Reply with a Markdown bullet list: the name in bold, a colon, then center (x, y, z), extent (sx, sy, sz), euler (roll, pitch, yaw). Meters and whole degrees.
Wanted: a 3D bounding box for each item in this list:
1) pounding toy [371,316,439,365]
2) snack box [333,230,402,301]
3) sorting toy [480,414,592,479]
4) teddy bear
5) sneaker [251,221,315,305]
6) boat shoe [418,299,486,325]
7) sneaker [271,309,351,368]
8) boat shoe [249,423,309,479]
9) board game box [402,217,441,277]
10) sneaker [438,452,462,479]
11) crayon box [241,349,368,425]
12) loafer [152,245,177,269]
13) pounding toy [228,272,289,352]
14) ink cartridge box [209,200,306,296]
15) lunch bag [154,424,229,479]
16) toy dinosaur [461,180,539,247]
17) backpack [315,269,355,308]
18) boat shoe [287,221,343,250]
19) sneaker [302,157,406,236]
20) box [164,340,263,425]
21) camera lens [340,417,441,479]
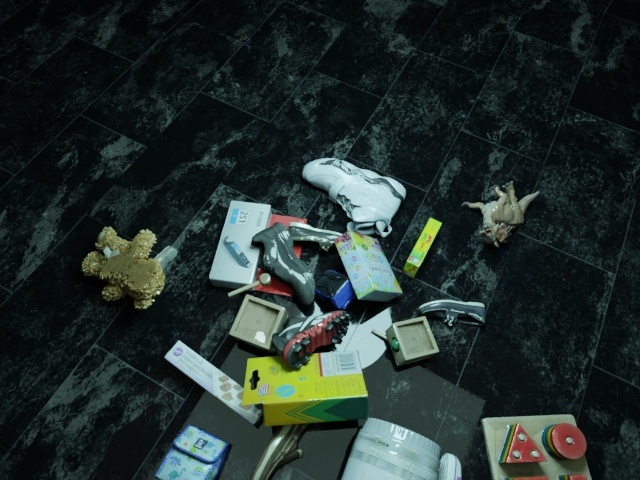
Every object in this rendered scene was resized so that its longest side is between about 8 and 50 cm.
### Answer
- **pounding toy**: center (0.247, 0.296, 1.338), extent (0.141, 0.100, 0.130), euler (-9, 63, -18)
- **snack box**: center (0.148, 0.082, 1.395), extent (0.070, 0.175, 0.207), euler (-35, 63, 28)
- **sorting toy**: center (0.585, 0.593, 1.182), extent (0.257, 0.089, 0.255), euler (-2, 63, -2)
- **teddy bear**: center (-0.598, 0.081, 1.397), extent (0.338, 0.113, 0.244), euler (5, 70, 23)
- **sneaker**: center (-0.119, 0.085, 1.402), extent (0.130, 0.109, 0.286), euler (-23, 71, -27)
- **boat shoe**: center (0.406, 0.225, 1.379), extent (0.206, 0.075, 0.064), euler (2, 59, -5)
- **sneaker**: center (-0.030, 0.261, 1.311), extent (0.135, 0.097, 0.276), euler (21, 31, 38)
- **boat shoe**: center (-0.091, 0.549, 1.192), extent (0.095, 0.095, 0.257), euler (29, 65, 7)
- **board game box**: center (0.331, 0.024, 1.470), extent (0.043, 0.092, 0.181), euler (27, 66, 13)
- **sneaker**: center (0.363, 0.692, 1.128), extent (0.161, 0.102, 0.281), euler (9, 73, 0)
- **crayon box**: center (-0.043, 0.394, 1.219), extent (0.319, 0.081, 0.202), euler (-3, 21, -2)
- **loafer**: center (-0.523, 0.068, 1.464), extent (0.039, 0.045, 0.125), euler (32, 68, 36)
- **pounding toy**: center (-0.190, 0.207, 1.360), extent (0.181, 0.094, 0.205), euler (18, 70, 12)
- **ink cartridge box**: center (-0.196, 0.021, 1.479), extent (0.261, 0.066, 0.296), euler (8, 63, 4)
- **lunch bag**: center (-0.330, 0.576, 1.177), extent (0.129, 0.096, 0.151), euler (20, 50, 12)
- **toy dinosaur**: center (0.619, -0.077, 1.519), extent (0.296, 0.127, 0.200), euler (-13, 70, -21)
- **backpack**: center (0.039, 0.155, 1.396), extent (0.098, 0.101, 0.120), euler (-43, 38, -23)
- **boat shoe**: center (0.000, 0.000, 1.486), extent (0.228, 0.081, 0.068), euler (13, 76, 1)
- **sneaker**: center (0.093, -0.140, 1.525), extent (0.366, 0.137, 0.210), euler (17, 61, 4)
- **box**: center (-0.294, 0.404, 1.279), extent (0.324, 0.067, 0.063), euler (32, 66, 13)
- **camera lens**: center (0.159, 0.605, 1.094), extent (0.220, 0.219, 0.274), euler (21, 64, 9)
